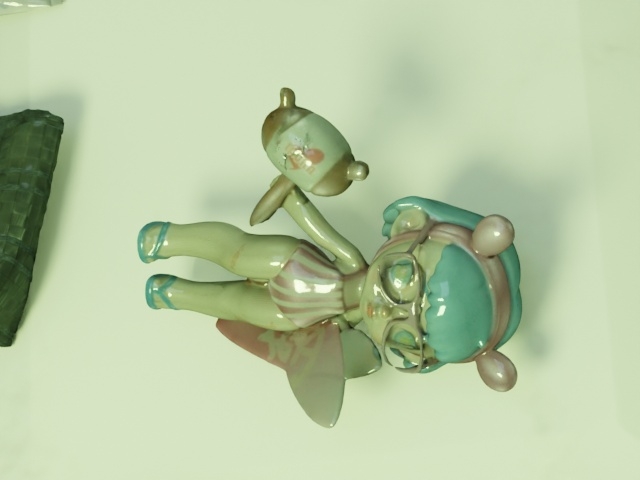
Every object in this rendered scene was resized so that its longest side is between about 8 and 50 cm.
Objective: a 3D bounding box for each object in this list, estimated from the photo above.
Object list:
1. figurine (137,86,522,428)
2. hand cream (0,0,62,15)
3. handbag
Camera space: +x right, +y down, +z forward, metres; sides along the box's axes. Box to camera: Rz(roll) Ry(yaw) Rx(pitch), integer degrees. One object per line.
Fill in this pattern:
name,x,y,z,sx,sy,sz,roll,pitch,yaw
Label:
figurine,0.006,0.004,1.134,0.260,0.103,0.205,4,102,26
hand cream,-0.265,-0.194,1.337,0.142,0.053,0.084,-15,69,6
handbag,-0.307,-0.005,1.283,0.270,0.088,0.175,-6,66,20
